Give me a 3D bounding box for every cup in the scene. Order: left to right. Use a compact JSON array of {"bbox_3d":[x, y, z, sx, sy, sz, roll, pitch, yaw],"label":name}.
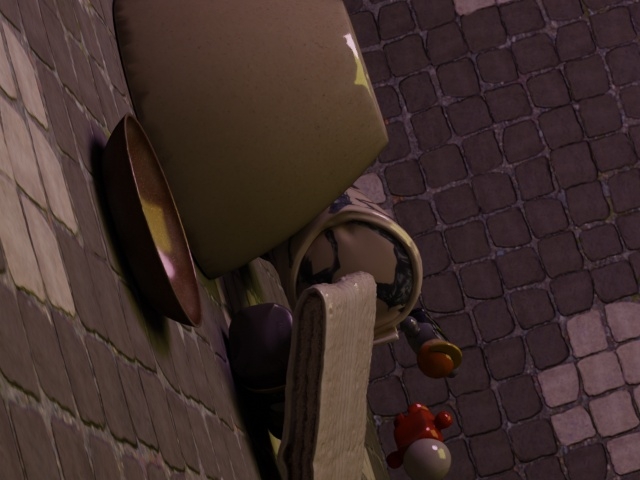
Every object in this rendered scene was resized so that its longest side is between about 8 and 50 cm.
[{"bbox_3d":[-0.061,-0.149,2.076,0.331,0.237,0.331,-18,90,-85],"label":"cup"}]

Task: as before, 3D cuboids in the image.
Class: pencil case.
[{"bbox_3d":[0.000,0.000,2.301,0.184,0.160,0.410,60,-4,-20],"label":"pencil case"}]

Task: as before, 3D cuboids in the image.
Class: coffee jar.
[{"bbox_3d":[-0.046,0.145,2.085,0.184,0.079,0.096,66,14,-58],"label":"coffee jar"}]

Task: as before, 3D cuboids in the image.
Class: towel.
[{"bbox_3d":[0.008,0.178,2.042,0.187,0.049,0.282,-16,113,-71],"label":"towel"}]

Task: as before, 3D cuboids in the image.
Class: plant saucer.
[{"bbox_3d":[-0.152,-0.013,1.652,0.198,0.036,0.199,-19,90,-85],"label":"plant saucer"}]

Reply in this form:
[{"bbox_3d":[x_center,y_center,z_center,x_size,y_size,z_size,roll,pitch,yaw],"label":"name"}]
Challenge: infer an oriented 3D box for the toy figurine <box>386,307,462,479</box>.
[{"bbox_3d":[0.066,0.191,2.319,0.148,0.213,0.210,-107,-157,-68],"label":"toy figurine"}]
